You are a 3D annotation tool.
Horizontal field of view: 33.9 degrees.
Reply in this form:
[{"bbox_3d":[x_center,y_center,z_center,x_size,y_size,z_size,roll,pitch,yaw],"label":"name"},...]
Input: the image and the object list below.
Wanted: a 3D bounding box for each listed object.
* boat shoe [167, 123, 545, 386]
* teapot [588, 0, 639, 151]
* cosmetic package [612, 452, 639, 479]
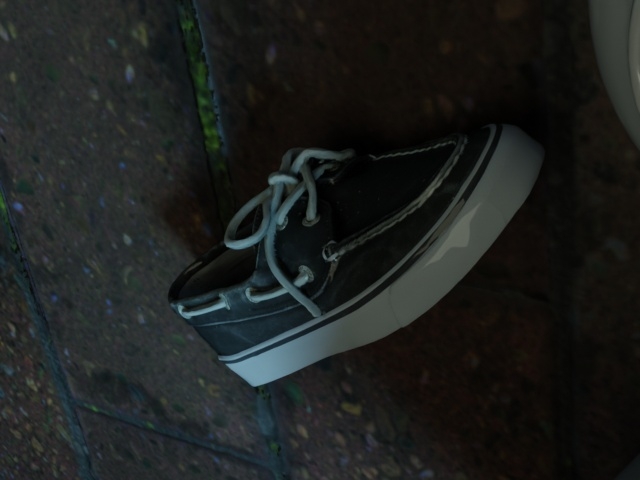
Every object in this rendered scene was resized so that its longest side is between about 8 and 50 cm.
[{"bbox_3d":[0.002,-0.003,0.641,0.105,0.113,0.306,40,146,-14],"label":"boat shoe"},{"bbox_3d":[0.204,-0.087,0.381,0.252,0.187,0.256,-24,103,43],"label":"teapot"},{"bbox_3d":[0.255,0.252,0.369,0.329,0.327,0.394,48,171,0],"label":"cosmetic package"}]
